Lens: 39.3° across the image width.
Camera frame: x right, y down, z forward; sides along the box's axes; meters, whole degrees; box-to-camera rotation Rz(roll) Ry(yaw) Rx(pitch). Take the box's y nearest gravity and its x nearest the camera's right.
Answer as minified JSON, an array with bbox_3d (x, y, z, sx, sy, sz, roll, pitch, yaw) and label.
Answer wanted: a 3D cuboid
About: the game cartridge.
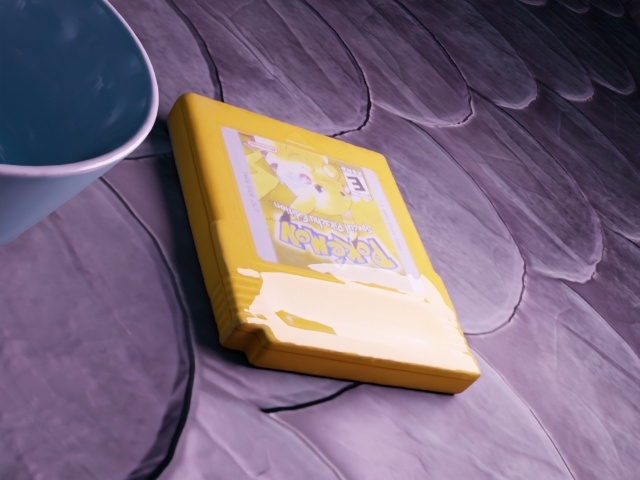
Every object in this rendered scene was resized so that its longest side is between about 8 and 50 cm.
[{"bbox_3d":[0.000,0.000,0.918,0.285,0.053,0.324,13,39,-34],"label":"game cartridge"}]

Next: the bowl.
[{"bbox_3d":[-0.293,-0.106,0.651,0.311,0.163,0.311,26,35,-20],"label":"bowl"}]
